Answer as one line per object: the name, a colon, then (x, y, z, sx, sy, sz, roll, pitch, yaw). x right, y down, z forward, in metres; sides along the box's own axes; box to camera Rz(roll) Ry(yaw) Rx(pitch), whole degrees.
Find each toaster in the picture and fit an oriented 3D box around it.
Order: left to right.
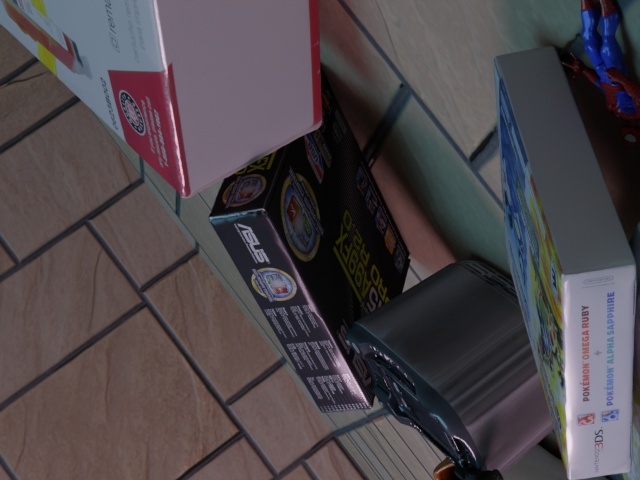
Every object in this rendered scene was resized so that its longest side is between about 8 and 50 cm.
toaster: (0.138, 0.116, 1.190, 0.227, 0.146, 0.129, 38, 161, 53)

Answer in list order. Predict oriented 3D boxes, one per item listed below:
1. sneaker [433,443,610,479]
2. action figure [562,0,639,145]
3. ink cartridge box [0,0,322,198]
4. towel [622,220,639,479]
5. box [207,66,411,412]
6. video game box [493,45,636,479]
sneaker: (0.227, 0.290, 1.365, 0.290, 0.123, 0.106, 25, 141, 55)
action figure: (0.166, -0.102, 0.767, 0.038, 0.030, 0.115, 27, 153, 55)
ink cartridge box: (-0.179, -0.263, 1.136, 0.385, 0.160, 0.279, 42, 152, 33)
towel: (0.254, 0.157, 0.758, 0.374, 0.090, 0.320, 76, 179, -68)
box: (0.000, 0.000, 1.283, 0.060, 0.216, 0.270, -9, 129, 24)
video game box: (0.151, 0.012, 0.827, 0.205, 0.048, 0.187, -97, -6, -47)
